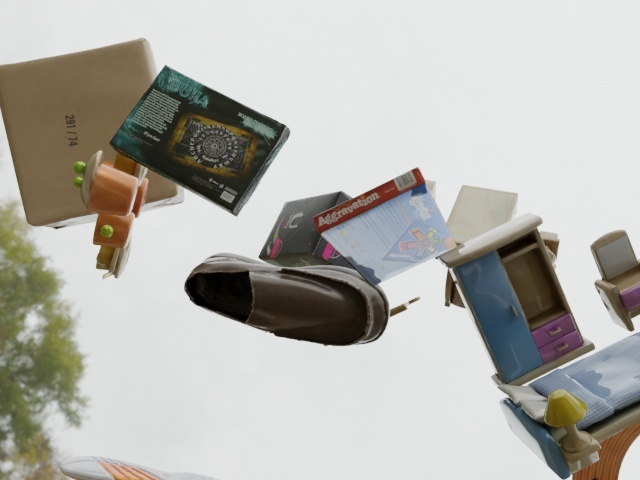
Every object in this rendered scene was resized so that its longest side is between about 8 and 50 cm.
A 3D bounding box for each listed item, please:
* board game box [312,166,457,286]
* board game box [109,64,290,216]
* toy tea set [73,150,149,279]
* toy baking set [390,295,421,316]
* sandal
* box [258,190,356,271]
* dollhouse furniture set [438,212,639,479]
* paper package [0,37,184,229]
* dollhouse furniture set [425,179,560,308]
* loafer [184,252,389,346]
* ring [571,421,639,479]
[{"bbox_3d":[0.098,-0.009,1.089,0.145,0.281,0.027,-25,-112,9],"label":"board game box"},{"bbox_3d":[-0.147,-0.124,0.974,0.186,0.126,0.026,29,-13,15],"label":"board game box"},{"bbox_3d":[-0.355,-0.076,1.290,0.124,0.199,0.336,15,-25,-9],"label":"toy tea set"},{"bbox_3d":[0.130,0.190,1.854,0.256,0.197,0.030,-30,-98,42],"label":"toy baking set"},{"bbox_3d":[-0.249,0.374,1.157,0.265,0.076,0.102,18,-6,-22],"label":"sandal"},{"bbox_3d":[0.000,0.000,1.835,0.143,0.165,0.270,32,-19,-25],"label":"box"},{"bbox_3d":[0.317,0.083,0.929,0.198,0.287,0.303,65,-3,-12],"label":"dollhouse furniture set"},{"bbox_3d":[-0.451,-0.207,1.590,0.168,0.310,0.324,153,-76,-85],"label":"paper package"},{"bbox_3d":[0.268,0.092,1.490,0.303,0.173,0.355,12,-49,18],"label":"dollhouse furniture set"},{"bbox_3d":[-0.068,0.107,1.305,0.366,0.130,0.133,6,-79,24],"label":"loafer"},{"bbox_3d":[0.504,0.346,1.067,0.337,0.336,0.032,36,-13,10],"label":"ring"}]
